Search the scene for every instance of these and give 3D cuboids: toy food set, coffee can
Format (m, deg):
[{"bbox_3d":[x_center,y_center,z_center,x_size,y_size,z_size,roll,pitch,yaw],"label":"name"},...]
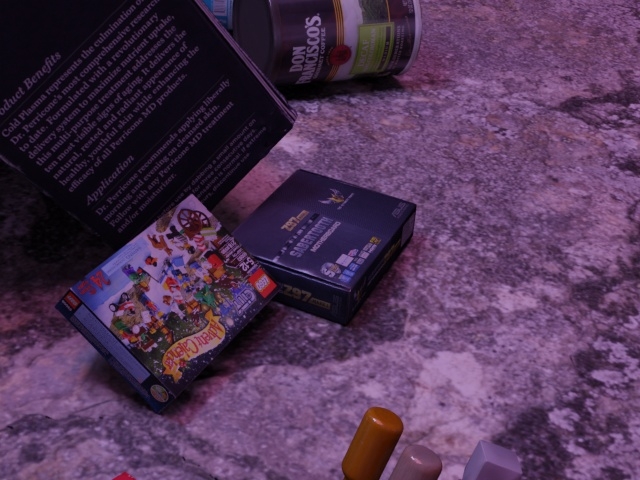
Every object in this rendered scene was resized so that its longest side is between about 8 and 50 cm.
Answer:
[{"bbox_3d":[0.132,0.256,0.957,0.232,0.105,0.111,21,18,-8],"label":"toy food set"},{"bbox_3d":[0.009,-0.374,1.765,0.275,0.202,0.201,-10,36,-22],"label":"coffee can"}]

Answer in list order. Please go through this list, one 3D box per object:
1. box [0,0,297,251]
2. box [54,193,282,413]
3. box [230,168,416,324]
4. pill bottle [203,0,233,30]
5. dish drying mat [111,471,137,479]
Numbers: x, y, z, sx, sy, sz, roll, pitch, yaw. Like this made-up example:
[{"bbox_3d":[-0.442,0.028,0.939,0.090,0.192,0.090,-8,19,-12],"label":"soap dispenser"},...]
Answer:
[{"bbox_3d":[-0.356,-0.282,1.271,0.297,0.472,0.480,-45,48,-4],"label":"box"},{"bbox_3d":[-0.163,0.063,1.148,0.159,0.044,0.233,45,40,-1],"label":"box"},{"bbox_3d":[0.000,0.000,1.326,0.183,0.059,0.233,18,35,20],"label":"box"},{"bbox_3d":[-0.260,-0.480,1.936,0.264,0.146,0.146,4,33,-4],"label":"pill bottle"},{"bbox_3d":[-0.169,0.249,0.969,0.083,0.008,0.032,27,40,29],"label":"dish drying mat"}]
